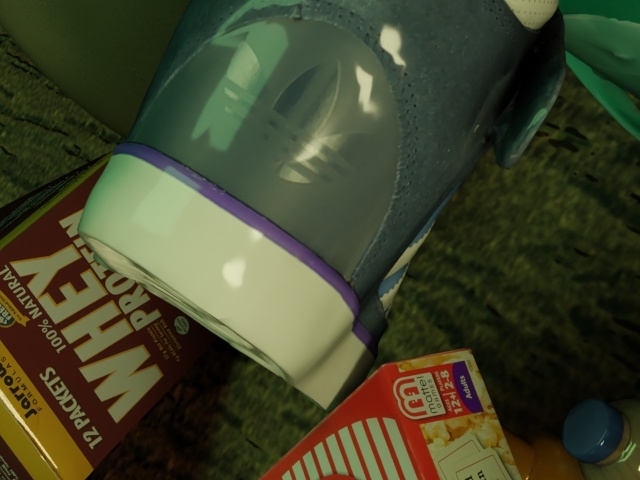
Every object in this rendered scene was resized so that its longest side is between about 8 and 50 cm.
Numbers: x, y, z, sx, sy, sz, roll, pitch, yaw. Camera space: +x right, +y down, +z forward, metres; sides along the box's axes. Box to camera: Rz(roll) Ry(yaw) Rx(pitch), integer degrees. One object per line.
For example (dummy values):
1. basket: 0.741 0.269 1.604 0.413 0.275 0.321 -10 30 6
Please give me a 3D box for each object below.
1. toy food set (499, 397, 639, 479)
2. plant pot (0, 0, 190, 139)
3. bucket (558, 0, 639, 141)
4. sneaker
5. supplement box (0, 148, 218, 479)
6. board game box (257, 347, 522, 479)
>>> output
1. toy food set: 0.138 0.133 0.565 0.111 0.104 0.232 -46 34 16
2. plant pot: -0.040 -0.145 0.922 0.284 0.191 0.284 -16 34 11
3. bucket: 0.209 -0.153 0.645 0.281 0.183 0.281 -34 39 33
4. sneaker: 0.018 -0.065 0.614 0.236 0.130 0.323 -57 -2 -6
5. supplement box: -0.188 0.063 0.961 0.194 0.129 0.191 -22 17 42
6. board game box: 0.042 0.160 0.608 0.147 0.045 0.194 -50 55 51
